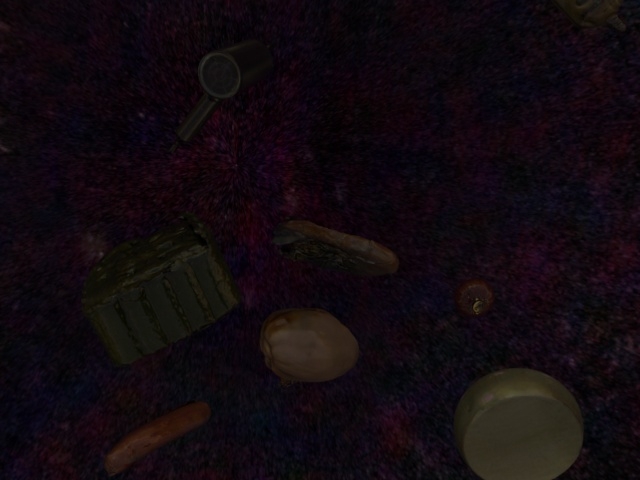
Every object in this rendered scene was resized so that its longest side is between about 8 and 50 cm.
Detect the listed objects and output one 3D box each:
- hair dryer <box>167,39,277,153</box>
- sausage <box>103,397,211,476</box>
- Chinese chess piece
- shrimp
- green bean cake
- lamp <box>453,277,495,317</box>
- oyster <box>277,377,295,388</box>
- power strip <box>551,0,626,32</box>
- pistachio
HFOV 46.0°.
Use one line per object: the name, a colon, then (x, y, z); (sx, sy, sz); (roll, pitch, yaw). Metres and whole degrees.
hair dryer: (-0.186, -0.246, 1.317); (0.078, 0.195, 0.248); (46, 118, -3)
sausage: (-0.213, 0.257, 1.007); (0.040, 0.177, 0.047); (51, 123, 13)
Chinese chess piece: (0.389, 0.370, 1.488); (0.250, 0.101, 0.250); (1, 116, 2)
shrimp: (-0.003, 0.008, 1.287); (0.178, 0.289, 0.075); (33, 80, -43)
green bean cake: (-0.369, 0.099, 1.684); (0.319, 0.335, 0.218); (-29, 107, -13)
lamp: (0.375, 0.140, 1.839); (0.101, 0.090, 0.101); (-2, 117, -5)
oyster: (-0.055, 0.244, 1.476); (0.051, 0.148, 0.103); (0, 105, 16)
power strip: (0.366, -0.484, 1.241); (0.387, 0.066, 0.092); (47, 130, 1)
pistachio: (-0.021, 0.190, 1.373); (0.215, 0.144, 0.144); (18, 94, -46)
